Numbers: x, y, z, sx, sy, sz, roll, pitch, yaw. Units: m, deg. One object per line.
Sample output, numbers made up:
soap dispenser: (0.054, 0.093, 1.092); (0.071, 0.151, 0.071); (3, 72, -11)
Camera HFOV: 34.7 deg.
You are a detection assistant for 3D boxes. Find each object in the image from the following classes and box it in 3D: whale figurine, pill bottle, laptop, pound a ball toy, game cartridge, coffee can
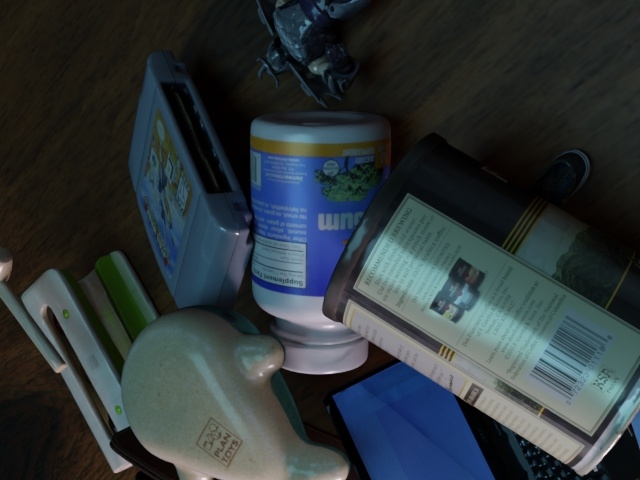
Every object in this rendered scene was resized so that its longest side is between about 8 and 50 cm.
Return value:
whale figurine: (-0.082, 0.183, 1.099); (0.272, 0.141, 0.216); (35, 114, 16)
pill bottle: (0.000, 0.000, 1.121); (0.152, 0.152, 0.272); (10, 108, 35)
laptop: (0.177, 0.203, 1.048); (0.264, 0.136, 0.234); (-30, 83, 38)
pound a ball toy: (-0.322, 0.153, 1.366); (0.136, 0.208, 0.319); (-39, 78, 36)
game cartridge: (-0.161, -0.054, 1.207); (0.297, 0.062, 0.198); (64, 144, 35)
coffee can: (0.169, 0.056, 0.940); (0.275, 0.201, 0.201); (32, 119, 12)

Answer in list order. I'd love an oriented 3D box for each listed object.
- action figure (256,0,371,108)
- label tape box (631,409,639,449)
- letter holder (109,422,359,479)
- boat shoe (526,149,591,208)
action figure: (0.010, -0.263, 1.086); (0.185, 0.099, 0.285); (53, 129, 8)
label tape box: (0.468, 0.214, 0.850); (0.348, 0.115, 0.249); (-19, 89, 41)
letter holder: (-0.088, 0.320, 1.226); (0.302, 0.214, 0.152); (18, 111, 32)
boat shoe: (0.215, -0.032, 1.021); (0.049, 0.040, 0.142); (43, 123, 21)
